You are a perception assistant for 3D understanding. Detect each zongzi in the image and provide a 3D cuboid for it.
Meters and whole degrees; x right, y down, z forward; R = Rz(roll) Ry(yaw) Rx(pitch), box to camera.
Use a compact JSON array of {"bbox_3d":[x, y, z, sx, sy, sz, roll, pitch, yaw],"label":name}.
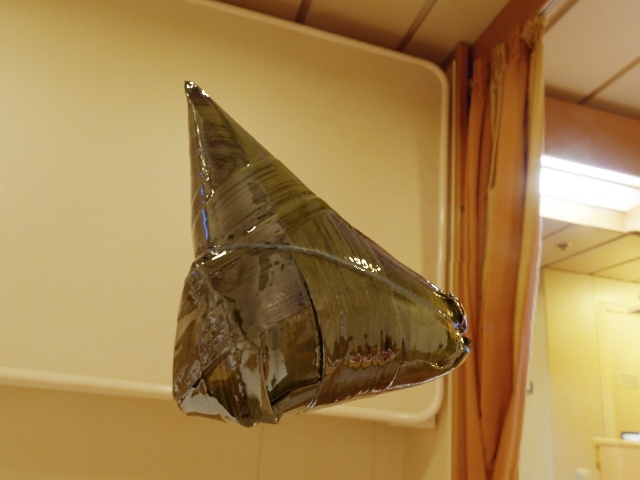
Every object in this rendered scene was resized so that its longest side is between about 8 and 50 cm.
[{"bbox_3d":[0.000,0.000,0.511,0.286,0.300,0.138,-1,-17,-38],"label":"zongzi"}]
